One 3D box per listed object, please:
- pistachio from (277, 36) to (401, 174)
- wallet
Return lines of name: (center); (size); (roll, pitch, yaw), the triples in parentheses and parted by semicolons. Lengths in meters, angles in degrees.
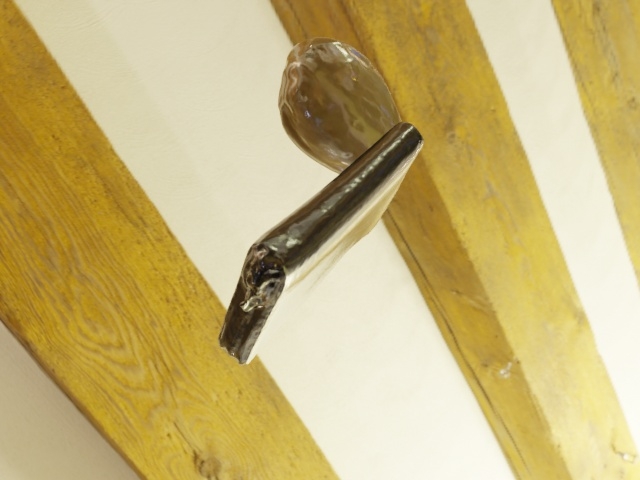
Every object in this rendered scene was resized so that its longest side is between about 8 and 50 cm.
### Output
pistachio: (0.024, -0.143, 0.810); (0.126, 0.108, 0.185); (-39, -74, -3)
wallet: (0.000, 0.000, 0.605); (0.250, 0.044, 0.149); (-45, -13, -42)
